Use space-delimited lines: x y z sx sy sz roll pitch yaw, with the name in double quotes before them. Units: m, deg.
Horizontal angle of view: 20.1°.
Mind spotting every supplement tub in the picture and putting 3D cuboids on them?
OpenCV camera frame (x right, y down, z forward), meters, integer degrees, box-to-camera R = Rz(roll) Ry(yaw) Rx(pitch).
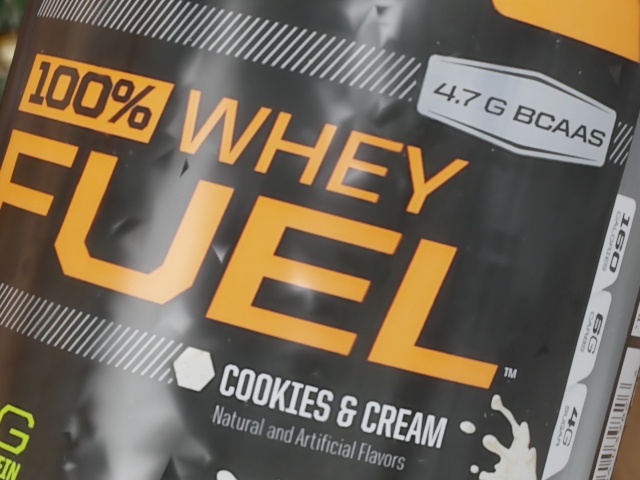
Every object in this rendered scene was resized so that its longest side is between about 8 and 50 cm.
"supplement tub" 0.000 0.000 0.511 0.194 0.316 0.193 14 -179 0
